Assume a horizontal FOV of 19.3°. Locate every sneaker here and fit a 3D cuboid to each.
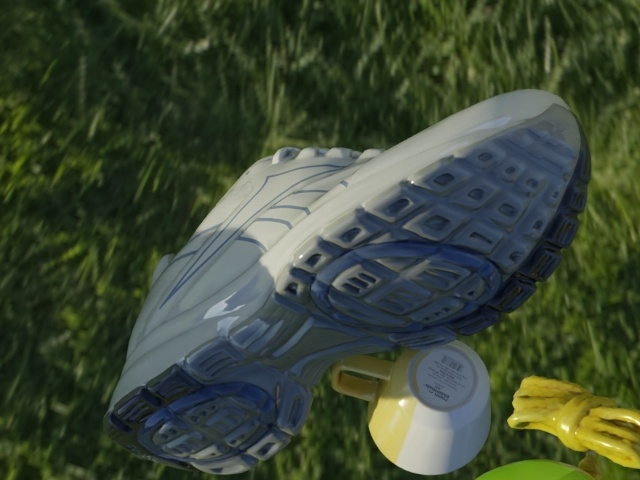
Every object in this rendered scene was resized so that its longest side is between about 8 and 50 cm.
[{"bbox_3d":[0.000,0.000,0.907,0.297,0.129,0.111,-31,134,32],"label":"sneaker"}]

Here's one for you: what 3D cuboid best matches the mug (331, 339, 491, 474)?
[{"bbox_3d":[0.049,0.079,0.925,0.078,0.064,0.062,-13,70,-8],"label":"mug"}]

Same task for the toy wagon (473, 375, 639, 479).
[{"bbox_3d":[0.024,0.206,0.655,0.344,0.267,0.068,-55,133,-17],"label":"toy wagon"}]
